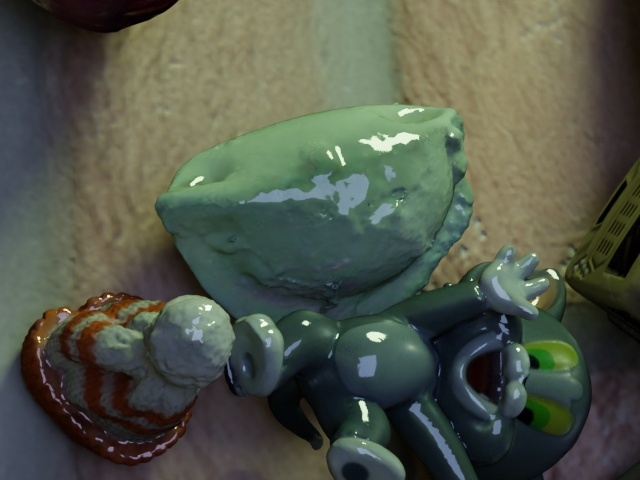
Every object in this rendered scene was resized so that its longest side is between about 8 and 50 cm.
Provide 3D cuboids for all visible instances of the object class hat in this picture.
[{"bbox_3d":[-0.103,0.070,1.123,0.112,0.162,0.093,45,68,-9],"label":"hat"}]

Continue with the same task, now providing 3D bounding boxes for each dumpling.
[{"bbox_3d":[0.003,-0.007,1.206,0.217,0.105,0.149,-10,82,-22],"label":"dumpling"}]

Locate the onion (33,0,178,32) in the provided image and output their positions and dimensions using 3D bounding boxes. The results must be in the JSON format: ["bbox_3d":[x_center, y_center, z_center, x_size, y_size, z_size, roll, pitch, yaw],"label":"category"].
[{"bbox_3d":[-0.143,-0.209,1.160,0.177,0.177,0.153,24,101,-14],"label":"onion"}]

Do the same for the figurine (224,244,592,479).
[{"bbox_3d":[0.061,0.103,1.182,0.265,0.140,0.193,-1,80,-23],"label":"figurine"}]

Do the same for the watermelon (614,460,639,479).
[{"bbox_3d":[0.212,0.201,1.227,0.245,0.119,0.063,-44,106,1],"label":"watermelon"}]

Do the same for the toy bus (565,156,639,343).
[{"bbox_3d":[0.316,0.058,1.259,0.289,0.157,0.139,35,92,-11],"label":"toy bus"}]
